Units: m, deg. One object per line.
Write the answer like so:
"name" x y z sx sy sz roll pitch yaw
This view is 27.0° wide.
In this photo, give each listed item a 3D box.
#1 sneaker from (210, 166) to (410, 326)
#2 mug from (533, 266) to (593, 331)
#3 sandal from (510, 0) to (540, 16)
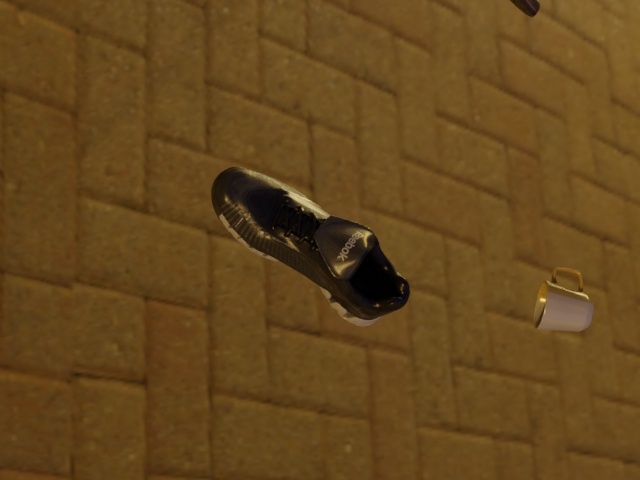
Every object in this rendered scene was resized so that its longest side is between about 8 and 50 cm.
"sneaker" 0.000 0.000 1.310 0.234 0.106 0.078 39 68 -19
"mug" 0.305 0.079 1.656 0.062 0.064 0.078 -83 -175 -75
"sandal" 0.249 -0.398 1.811 0.219 0.060 0.090 50 7 -28
